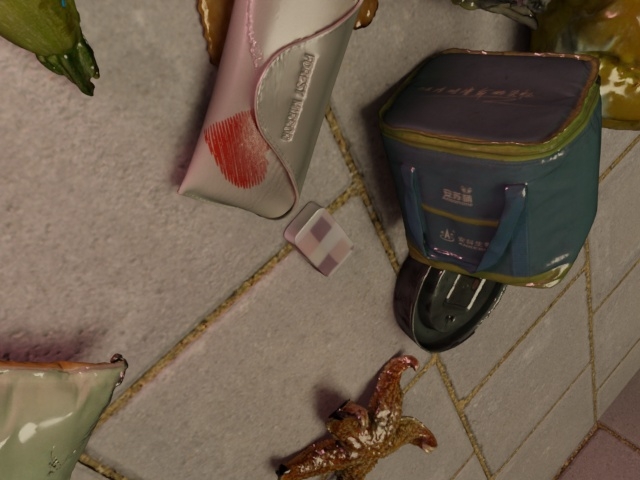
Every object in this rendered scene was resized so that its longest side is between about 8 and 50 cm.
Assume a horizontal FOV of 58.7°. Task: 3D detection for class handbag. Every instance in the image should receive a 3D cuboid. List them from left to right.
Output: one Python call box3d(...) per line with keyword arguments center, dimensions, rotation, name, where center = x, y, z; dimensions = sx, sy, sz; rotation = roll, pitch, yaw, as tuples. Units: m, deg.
box3d(center=(0.222, -0.093, 0.744), dimensions=(0.222, 0.263, 0.241), rotation=(-50, 137, -28), name="handbag")

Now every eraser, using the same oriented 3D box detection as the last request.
box3d(center=(0.000, 0.000, 0.772), dimensions=(0.065, 0.026, 0.105), rotation=(-51, 137, -10), name="eraser")

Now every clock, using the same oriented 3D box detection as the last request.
box3d(center=(0.243, 0.069, 1.010), dimensions=(0.280, 0.055, 0.281), rotation=(-22, 128, -32), name="clock")

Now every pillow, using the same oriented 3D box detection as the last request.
box3d(center=(-0.368, 0.230, 0.512), dimensions=(0.310, 0.119, 0.313), rotation=(15, 103, -48), name="pillow")

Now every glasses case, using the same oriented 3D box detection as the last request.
box3d(center=(-0.046, -0.160, 0.576), dimensions=(0.128, 0.083, 0.308), rotation=(2, 114, -42), name="glasses case")

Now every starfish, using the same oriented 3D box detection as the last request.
box3d(center=(0.081, 0.338, 0.990), dimensions=(0.312, 0.113, 0.303), rotation=(-43, 136, -10), name="starfish")

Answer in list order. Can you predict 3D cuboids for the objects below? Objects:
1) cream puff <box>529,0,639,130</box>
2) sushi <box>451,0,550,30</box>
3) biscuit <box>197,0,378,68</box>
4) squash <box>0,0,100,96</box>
box3d(center=(0.491, -0.332, 0.835), dimensions=(0.378, 0.275, 0.379), rotation=(-19, 123, -32), name="cream puff")
box3d(center=(0.176, -0.332, 0.611), dimensions=(0.274, 0.184, 0.140), rotation=(-5, 118, -49), name="sushi")
box3d(center=(-0.032, -0.309, 0.567), dimensions=(0.232, 0.013, 0.237), rotation=(-28, 131, -26), name="biscuit")
box3d(center=(-0.246, -0.229, 0.369), dimensions=(0.094, 0.094, 0.341), rotation=(-41, 136, -16), name="squash")
